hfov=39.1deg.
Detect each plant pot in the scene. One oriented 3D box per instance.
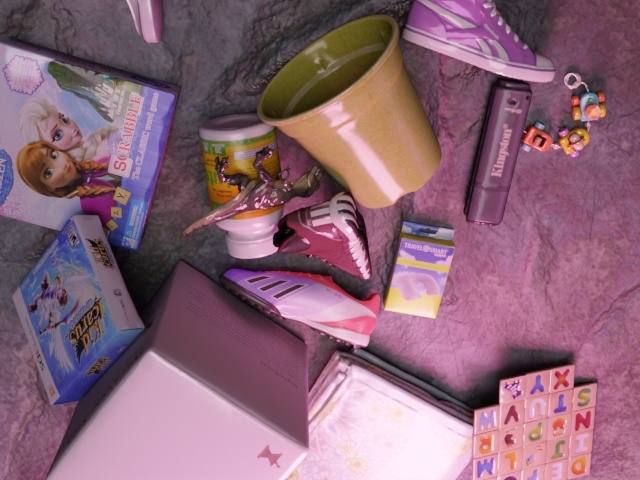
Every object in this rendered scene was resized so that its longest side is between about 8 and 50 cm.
[{"bbox_3d":[0.074,-0.203,1.560,0.276,0.276,0.254,-32,119,10],"label":"plant pot"}]

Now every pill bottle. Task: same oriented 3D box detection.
[{"bbox_3d":[-0.136,-0.098,1.641,0.136,0.136,0.245,-6,111,1],"label":"pill bottle"}]

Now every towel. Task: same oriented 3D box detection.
[{"bbox_3d":[0.119,0.420,1.876,0.375,0.090,0.320,30,110,-12],"label":"towel"}]

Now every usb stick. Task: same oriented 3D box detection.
[{"bbox_3d":[0.329,-0.160,1.677,0.077,0.045,0.278,11,110,2],"label":"usb stick"}]

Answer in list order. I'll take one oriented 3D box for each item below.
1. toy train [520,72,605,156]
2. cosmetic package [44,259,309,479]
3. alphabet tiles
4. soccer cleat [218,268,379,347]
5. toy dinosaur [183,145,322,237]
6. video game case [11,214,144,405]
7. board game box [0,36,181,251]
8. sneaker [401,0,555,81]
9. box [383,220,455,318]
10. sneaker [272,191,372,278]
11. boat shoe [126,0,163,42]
[{"bbox_3d":[0.451,-0.218,1.658,0.125,0.046,0.166,30,108,-12],"label":"toy train"},{"bbox_3d":[-0.241,0.307,1.658,0.327,0.393,0.329,36,105,-14],"label":"cosmetic package"},{"bbox_3d":[0.445,0.423,1.877,0.285,0.011,0.342,-9,112,-17],"label":"alphabet tiles"},{"bbox_3d":[-0.039,0.105,1.752,0.318,0.108,0.116,22,87,-6],"label":"soccer cleat"},{"bbox_3d":[-0.119,-0.094,1.540,0.268,0.064,0.118,-20,121,-11],"label":"toy dinosaur"},{"bbox_3d":[-0.449,0.129,1.643,0.269,0.061,0.244,-45,63,34],"label":"video game case"},{"bbox_3d":[-0.448,-0.170,1.644,0.318,0.066,0.318,15,110,-7],"label":"board game box"},{"bbox_3d":[0.299,-0.380,1.566,0.282,0.102,0.161,19,106,-8],"label":"sneaker"},{"bbox_3d":[0.194,0.059,1.760,0.109,0.042,0.178,10,111,-5],"label":"box"},{"bbox_3d":[0.000,0.000,1.649,0.163,0.106,0.281,-10,153,8],"label":"sneaker"},{"bbox_3d":[-0.327,-0.463,1.531,0.084,0.095,0.258,-8,101,6],"label":"boat shoe"}]
